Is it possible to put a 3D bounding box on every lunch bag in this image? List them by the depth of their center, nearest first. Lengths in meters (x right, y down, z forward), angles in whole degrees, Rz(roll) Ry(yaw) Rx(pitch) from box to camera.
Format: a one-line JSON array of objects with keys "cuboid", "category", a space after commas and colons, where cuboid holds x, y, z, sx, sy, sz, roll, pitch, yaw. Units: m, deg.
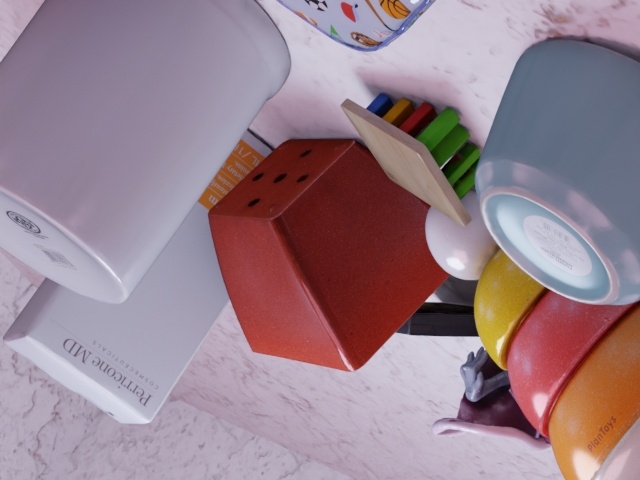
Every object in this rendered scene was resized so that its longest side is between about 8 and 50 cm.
[{"cuboid": [0.020, -0.320, 1.536, 0.243, 0.115, 0.303, 37, 162, -6], "category": "lunch bag"}]

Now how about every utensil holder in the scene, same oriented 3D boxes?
[{"cuboid": [-0.276, -0.159, 1.978, 0.327, 0.385, 0.327, 29, 160, 11], "category": "utensil holder"}]

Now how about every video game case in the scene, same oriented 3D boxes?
[{"cuboid": [0.160, 0.118, 2.295, 0.275, 0.035, 0.248, 3, -178, -36], "category": "video game case"}]

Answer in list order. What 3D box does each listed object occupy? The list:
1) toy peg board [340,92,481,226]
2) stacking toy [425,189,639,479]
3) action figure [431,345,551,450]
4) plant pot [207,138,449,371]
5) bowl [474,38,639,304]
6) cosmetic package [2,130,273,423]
[{"cuboid": [0.131, -0.121, 1.940, 0.160, 0.079, 0.161, 37, 168, 44], "category": "toy peg board"}, {"cuboid": [0.318, 0.092, 1.930, 0.480, 0.350, 0.350, 45, 167, 24], "category": "stacking toy"}, {"cuboid": [0.388, 0.272, 2.186, 0.370, 0.276, 0.248, 46, 154, -23], "category": "action figure"}, {"cuboid": [0.000, 0.000, 2.172, 0.267, 0.267, 0.236, 6, 134, 54], "category": "plant pot"}, {"cuboid": [0.288, -0.049, 1.639, 0.311, 0.163, 0.311, 37, 160, 16], "category": "bowl"}, {"cuboid": [-0.244, 0.026, 2.282, 0.230, 0.453, 0.161, 37, 161, -16], "category": "cosmetic package"}]
